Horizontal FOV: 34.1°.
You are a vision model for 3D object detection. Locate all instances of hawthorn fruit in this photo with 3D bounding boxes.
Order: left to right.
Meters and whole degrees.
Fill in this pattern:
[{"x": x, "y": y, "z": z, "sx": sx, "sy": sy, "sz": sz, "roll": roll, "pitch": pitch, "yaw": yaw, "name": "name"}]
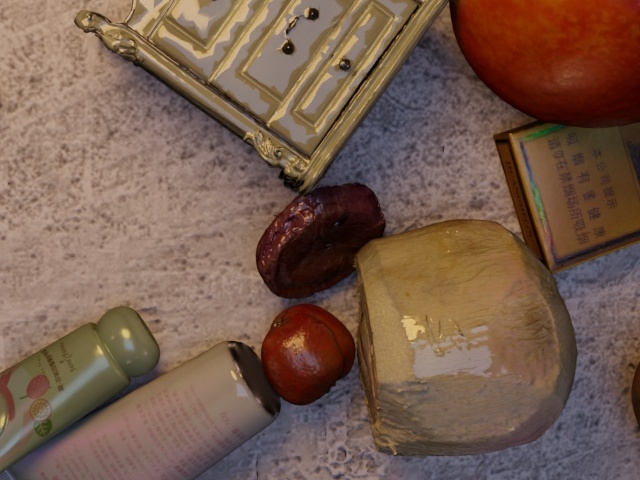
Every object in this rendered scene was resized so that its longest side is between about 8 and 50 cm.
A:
[{"x": -0.020, "y": 0.144, "z": 1.325, "sx": 0.128, "sy": 0.128, "sz": 0.128, "roll": -1, "pitch": 95, "yaw": -8, "name": "hawthorn fruit"}]

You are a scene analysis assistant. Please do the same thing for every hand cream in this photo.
[{"x": -0.344, "y": 0.193, "z": 1.293, "sx": 0.305, "sy": 0.093, "sz": 0.147, "roll": -33, "pitch": 54, "yaw": -5, "name": "hand cream"}, {"x": -0.222, "y": 0.263, "z": 1.320, "sx": 0.358, "sy": 0.118, "sz": 0.186, "roll": -32, "pitch": 101, "yaw": 3, "name": "hand cream"}]

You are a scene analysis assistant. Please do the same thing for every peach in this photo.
[{"x": 0.341, "y": -0.303, "z": 1.191, "sx": 0.388, "sy": 0.388, "sz": 0.389, "roll": -1, "pitch": 95, "yaw": -8, "name": "peach"}]

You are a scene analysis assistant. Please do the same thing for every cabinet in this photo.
[{"x": -0.069, "y": -0.263, "z": 1.226, "sx": 0.318, "sy": 0.227, "sz": 0.290, "roll": 36, "pitch": 91, "yaw": -9, "name": "cabinet"}]

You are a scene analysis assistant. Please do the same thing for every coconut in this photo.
[{"x": 0.174, "y": 0.119, "z": 1.261, "sx": 0.254, "sy": 0.297, "sz": 0.297, "roll": -4, "pitch": 96, "yaw": -5, "name": "coconut"}]

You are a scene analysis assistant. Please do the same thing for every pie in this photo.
[{"x": 0.000, "y": 0.000, "z": 1.298, "sx": 0.182, "sy": 0.182, "sz": 0.050, "roll": -33, "pitch": 57, "yaw": -4, "name": "pie"}]

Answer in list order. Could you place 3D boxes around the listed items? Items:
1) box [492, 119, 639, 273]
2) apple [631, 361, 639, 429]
[{"x": 0.401, "y": -0.097, "z": 1.379, "sx": 0.301, "sy": 0.084, "sz": 0.193, "roll": -19, "pitch": 98, "yaw": -6, "name": "box"}, {"x": 0.550, "y": 0.209, "z": 1.347, "sx": 0.264, "sy": 0.264, "sz": 0.265, "roll": -1, "pitch": 95, "yaw": -8, "name": "apple"}]
